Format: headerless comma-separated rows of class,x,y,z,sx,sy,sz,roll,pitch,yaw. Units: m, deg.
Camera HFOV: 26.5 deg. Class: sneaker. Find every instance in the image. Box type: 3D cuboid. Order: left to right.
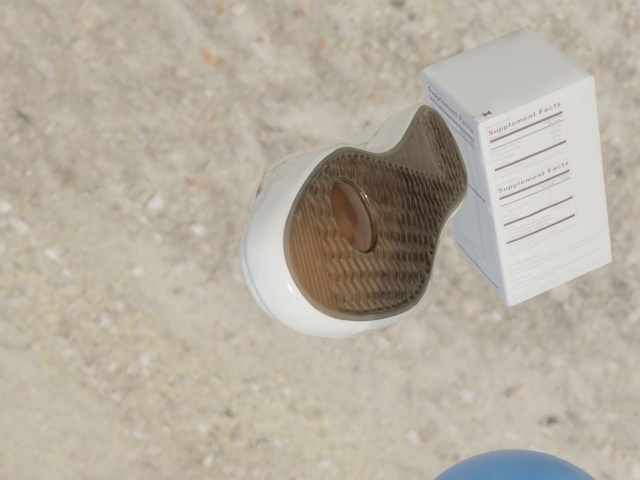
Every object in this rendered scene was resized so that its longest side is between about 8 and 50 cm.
sneaker,0.000,0.000,0.811,0.123,0.290,0.106,-22,96,24

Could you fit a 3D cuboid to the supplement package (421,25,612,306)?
supplement package,0.211,-0.078,1.447,0.139,0.134,0.244,-126,17,-50

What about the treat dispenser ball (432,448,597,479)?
treat dispenser ball,0.229,0.387,1.579,0.288,0.288,0.288,23,145,18
